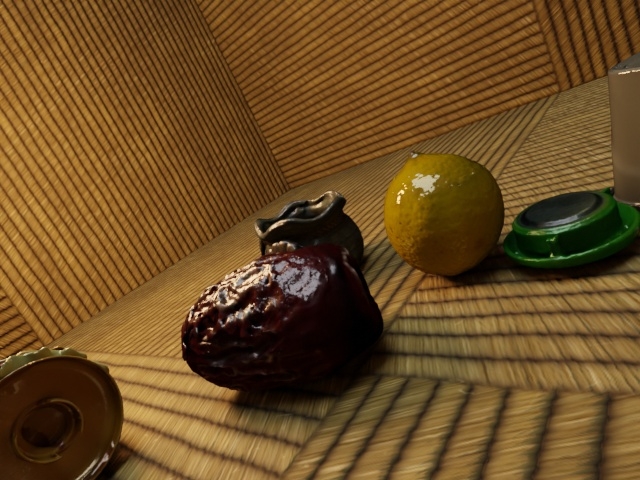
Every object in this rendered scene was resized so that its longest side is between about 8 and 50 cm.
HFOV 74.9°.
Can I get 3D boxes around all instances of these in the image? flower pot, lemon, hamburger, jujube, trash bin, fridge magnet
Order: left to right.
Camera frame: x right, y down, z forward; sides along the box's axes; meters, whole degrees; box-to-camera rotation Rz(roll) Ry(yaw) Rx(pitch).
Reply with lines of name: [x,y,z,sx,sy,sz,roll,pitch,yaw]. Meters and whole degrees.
hamburger: [-0.511,0.333,0.752,0.212,0.274,0.274,-17,17,44]
jujube: [-0.072,0.137,0.755,0.377,0.258,0.258,-12,19,22]
flower pot: [-0.041,0.011,1.124,0.302,0.213,0.302,-19,15,5]
lemon: [0.243,-0.046,0.831,0.229,0.253,0.228,-16,38,13]
fridge magnet: [0.420,-0.021,0.716,0.208,0.088,0.208,-25,14,7]
trash bin: [0.603,-0.192,0.685,0.220,0.250,0.219,-30,21,-15]
